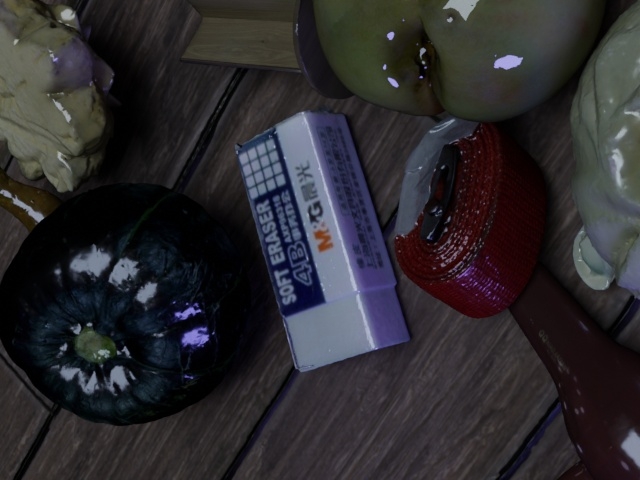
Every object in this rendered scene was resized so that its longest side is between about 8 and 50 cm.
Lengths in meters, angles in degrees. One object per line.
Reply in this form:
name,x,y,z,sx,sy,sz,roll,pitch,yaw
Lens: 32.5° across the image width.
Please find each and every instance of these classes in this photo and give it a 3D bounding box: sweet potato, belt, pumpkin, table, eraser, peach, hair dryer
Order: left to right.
sweet potato,-0.369,0.015,1.501,0.108,0.079,0.346,-25,99,-2
pumpkin,-0.233,0.070,1.356,0.315,0.238,0.315,7,113,17
table,-0.058,-0.258,1.287,0.227,0.167,0.167,12,97,38
eraser,0.000,0.000,1.290,0.130,0.086,0.287,-20,80,33
peach,0.141,-0.247,1.081,0.292,0.247,0.292,-23,36,18
belt,0.151,-0.032,1.138,0.128,0.124,0.200,-4,66,40
hair dryer,0.238,0.235,1.155,0.312,0.123,0.340,52,127,32

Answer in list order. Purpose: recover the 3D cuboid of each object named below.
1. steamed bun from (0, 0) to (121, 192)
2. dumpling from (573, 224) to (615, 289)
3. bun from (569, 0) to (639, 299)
steamed bun,-0.363,-0.220,1.449,0.295,0.137,0.292,52,147,1
dumpling,0.286,0.008,1.137,0.059,0.043,0.077,1,108,49
bun,0.386,-0.089,0.966,0.365,0.219,0.365,3,95,30
